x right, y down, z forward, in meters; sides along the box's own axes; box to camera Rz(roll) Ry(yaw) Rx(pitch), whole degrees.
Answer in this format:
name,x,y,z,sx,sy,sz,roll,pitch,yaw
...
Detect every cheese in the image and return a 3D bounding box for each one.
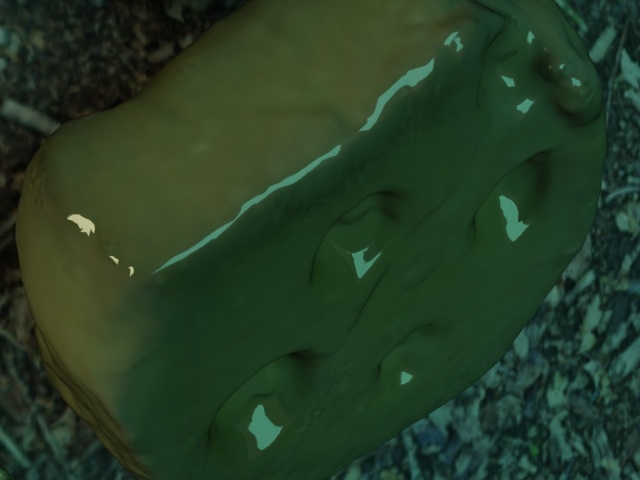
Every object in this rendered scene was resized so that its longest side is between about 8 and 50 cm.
name,x,y,z,sx,sy,sz,roll,pitch,yaw
cheese,0.000,0.000,0.731,0.326,0.115,0.318,6,124,-53

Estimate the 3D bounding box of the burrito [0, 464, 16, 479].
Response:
name,x,y,z,sx,sy,sz,roll,pitch,yaw
burrito,-0.156,0.160,0.762,0.055,0.041,0.149,-41,121,-12
